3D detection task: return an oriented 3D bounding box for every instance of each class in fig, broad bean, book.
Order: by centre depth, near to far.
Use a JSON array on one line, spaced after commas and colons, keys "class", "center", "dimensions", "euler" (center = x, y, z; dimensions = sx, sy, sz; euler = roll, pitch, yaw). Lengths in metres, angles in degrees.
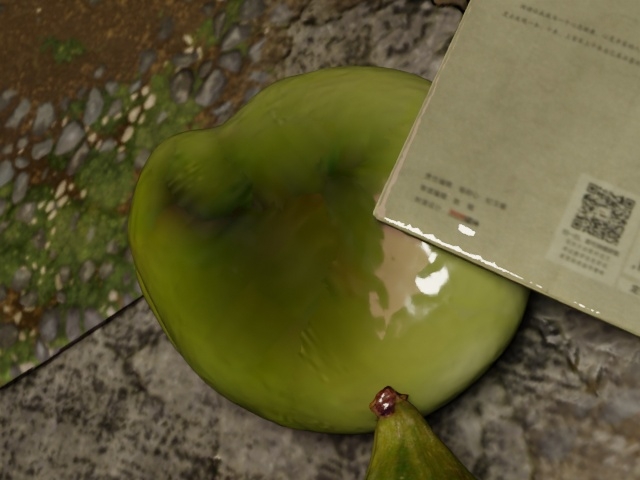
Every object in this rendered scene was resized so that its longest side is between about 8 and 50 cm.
[{"class": "fig", "center": [0.069, 0.185, 0.724], "dimensions": [0.133, 0.126, 0.185], "euler": [-15, 49, 4]}, {"class": "book", "center": [0.178, -0.096, 0.733], "dimensions": [0.215, 0.025, 0.282], "euler": [25, 81, 10]}, {"class": "broad bean", "center": [0.000, 0.000, 0.830], "dimensions": [0.291, 0.119, 0.238], "euler": [14, 80, 33]}]
